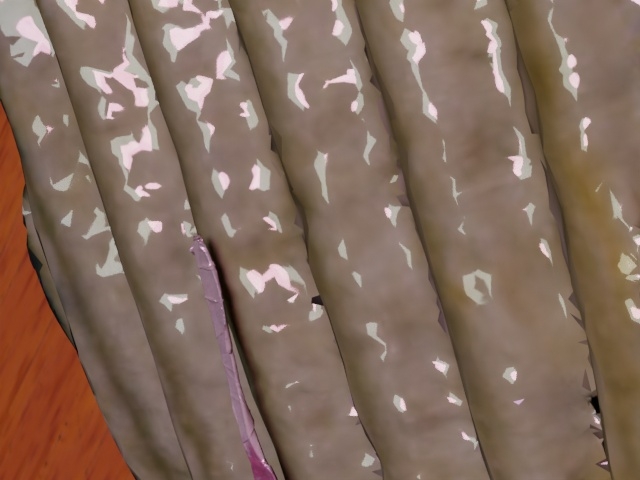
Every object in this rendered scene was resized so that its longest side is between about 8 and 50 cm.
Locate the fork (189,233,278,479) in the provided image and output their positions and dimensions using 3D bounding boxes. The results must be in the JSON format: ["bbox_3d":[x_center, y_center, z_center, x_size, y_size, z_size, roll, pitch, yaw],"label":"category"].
[{"bbox_3d":[-0.027,0.053,0.577,0.016,0.012,0.115,-6,97,49],"label":"fork"}]

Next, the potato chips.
[{"bbox_3d":[0.000,0.000,0.582,0.358,0.070,0.429,-10,99,53],"label":"potato chips"}]
